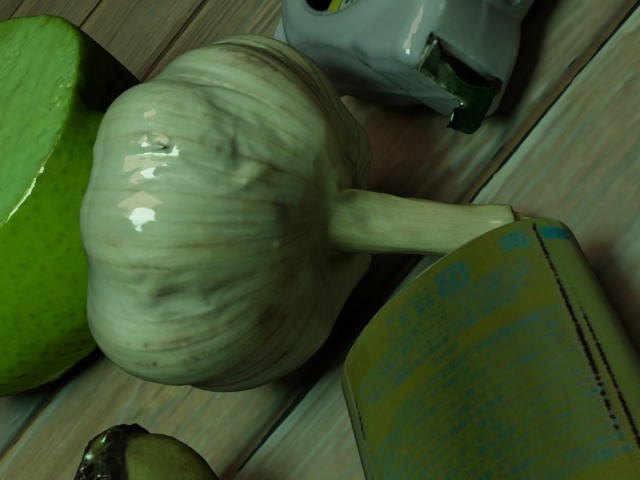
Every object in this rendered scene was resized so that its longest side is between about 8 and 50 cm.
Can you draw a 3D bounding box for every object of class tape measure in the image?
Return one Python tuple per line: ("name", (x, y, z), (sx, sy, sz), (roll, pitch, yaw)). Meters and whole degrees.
("tape measure", (0.064, -0.159, 0.786), (0.196, 0.105, 0.178), (26, 88, 59))

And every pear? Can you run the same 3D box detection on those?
("pear", (-0.185, -0.027, 0.928), (0.292, 0.159, 0.292), (-30, 43, 32))

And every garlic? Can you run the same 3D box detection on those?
("garlic", (0.000, 0.000, 0.691), (0.226, 0.199, 0.199), (9, 63, 20))

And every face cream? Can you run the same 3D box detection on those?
("face cream", (0.086, 0.117, 0.522), (0.139, 0.067, 0.285), (-42, 33, 20))

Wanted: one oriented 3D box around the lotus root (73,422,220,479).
("lotus root", (-0.077, 0.208, 0.627), (0.110, 0.097, 0.258), (-42, 41, 38))
